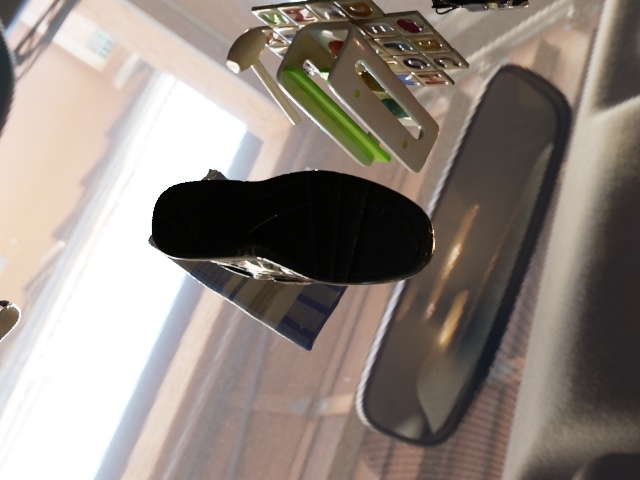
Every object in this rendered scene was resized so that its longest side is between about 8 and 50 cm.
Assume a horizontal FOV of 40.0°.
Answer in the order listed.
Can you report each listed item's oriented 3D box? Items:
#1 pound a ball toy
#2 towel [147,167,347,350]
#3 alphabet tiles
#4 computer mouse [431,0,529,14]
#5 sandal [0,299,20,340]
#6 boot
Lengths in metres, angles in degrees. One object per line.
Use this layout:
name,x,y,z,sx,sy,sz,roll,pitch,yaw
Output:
pound a ball toy,0.030,-0.250,1.430,0.208,0.319,0.136,12,-110,44
towel,-0.093,0.020,1.302,0.034,0.285,0.209,-57,179,41
alphabet tiles,0.058,-0.318,1.452,0.342,0.285,0.011,5,-106,39
computer mouse,0.236,-0.343,1.232,0.106,0.042,0.193,1,-166,30
sandal,-0.487,0.121,1.053,0.416,0.102,0.169,-15,-150,53
boot,-0.001,-0.002,0.747,0.236,0.178,0.085,4,-96,22
